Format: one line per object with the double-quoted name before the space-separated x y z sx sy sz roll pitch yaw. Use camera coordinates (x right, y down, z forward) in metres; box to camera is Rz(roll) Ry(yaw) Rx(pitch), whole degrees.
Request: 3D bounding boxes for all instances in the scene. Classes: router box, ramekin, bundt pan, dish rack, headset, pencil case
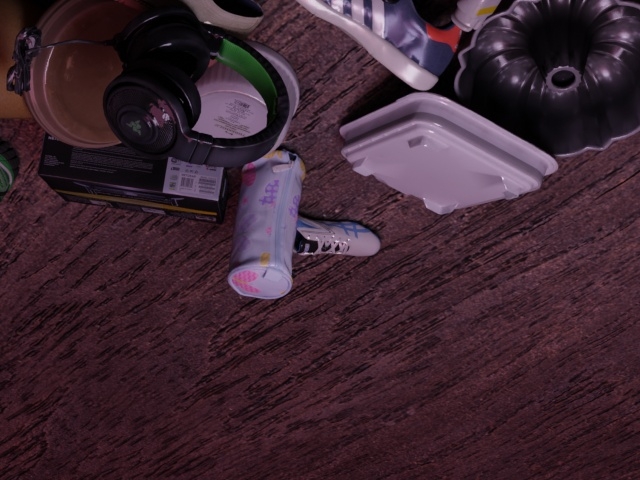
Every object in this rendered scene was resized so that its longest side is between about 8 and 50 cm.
"router box" -0.321 -0.106 1.843 0.309 0.080 0.243 9 171 -3
"ramekin" -0.143 -0.226 1.745 0.207 0.109 0.207 4 139 4
"bundt pan" 0.372 -0.286 1.596 0.331 0.124 0.330 4 139 4
"dish rack" 0.197 -0.128 1.733 0.286 0.072 0.333 25 165 -21
"headset" -0.245 -0.217 1.497 0.394 0.243 0.185 17 137 -17
"pencil case" -0.091 -0.031 1.843 0.124 0.273 0.113 -22 138 38

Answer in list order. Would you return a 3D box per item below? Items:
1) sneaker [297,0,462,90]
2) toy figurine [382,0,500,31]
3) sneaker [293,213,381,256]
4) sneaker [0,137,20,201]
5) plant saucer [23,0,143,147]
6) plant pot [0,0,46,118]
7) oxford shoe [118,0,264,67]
"sneaker" 0.063 -0.379 1.551 0.350 0.131 0.148 34 103 -13
"toy figurine" 0.171 -0.411 1.416 0.213 0.209 0.148 18 132 -14
"sneaker" 0.000 0.000 2.004 0.237 0.086 0.085 11 137 -7
"sneaker" -0.704 -0.172 1.853 0.344 0.146 0.134 34 132 -27
"plant saucer" -0.335 -0.270 1.637 0.278 0.041 0.277 -22 129 -31
"plant pot" -0.490 -0.291 1.655 0.254 0.237 0.237 12 141 -29
"oxford shoe" -0.248 -0.419 1.529 0.147 0.140 0.397 -28 139 29
